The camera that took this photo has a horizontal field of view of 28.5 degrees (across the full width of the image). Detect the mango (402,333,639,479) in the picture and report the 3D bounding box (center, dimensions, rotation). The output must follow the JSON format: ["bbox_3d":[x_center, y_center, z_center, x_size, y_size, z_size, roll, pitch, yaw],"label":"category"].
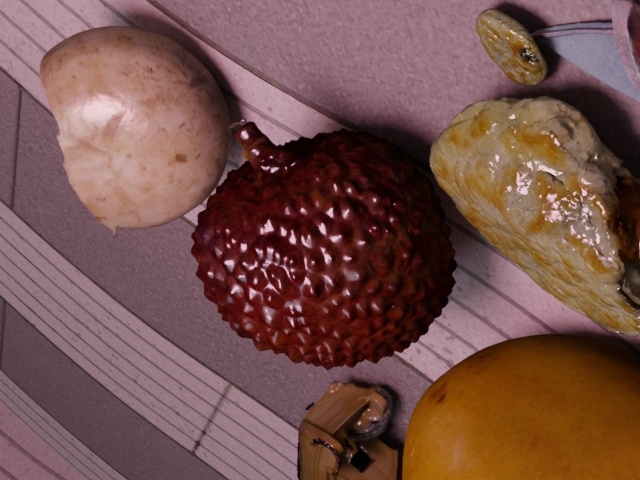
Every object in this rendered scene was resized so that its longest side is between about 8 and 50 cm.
[{"bbox_3d":[0.264,0.242,1.229,0.446,0.300,0.232,11,142,52],"label":"mango"}]

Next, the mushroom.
[{"bbox_3d":[-0.198,-0.145,1.497,0.189,0.195,0.253,-8,124,16],"label":"mushroom"}]

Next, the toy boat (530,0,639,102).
[{"bbox_3d":[0.232,-0.159,1.059,0.122,0.034,0.096,13,132,58],"label":"toy boat"}]

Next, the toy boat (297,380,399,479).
[{"bbox_3d":[0.054,0.348,1.836,0.162,0.136,0.445,38,155,21],"label":"toy boat"}]

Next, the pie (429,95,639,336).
[{"bbox_3d":[0.222,-0.018,1.172,0.274,0.105,0.257,44,160,3],"label":"pie"}]

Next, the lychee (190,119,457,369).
[{"bbox_3d":[0.000,0.000,1.312,0.300,0.264,0.264,53,150,-17],"label":"lychee"}]

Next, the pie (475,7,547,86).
[{"bbox_3d":[0.169,-0.169,1.114,0.085,0.017,0.085,45,170,10],"label":"pie"}]
